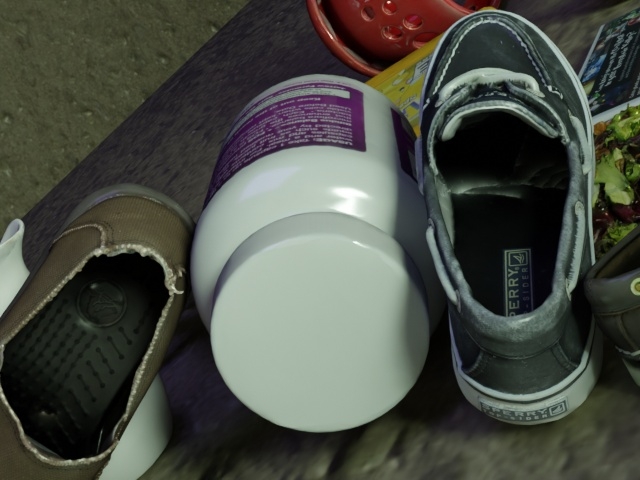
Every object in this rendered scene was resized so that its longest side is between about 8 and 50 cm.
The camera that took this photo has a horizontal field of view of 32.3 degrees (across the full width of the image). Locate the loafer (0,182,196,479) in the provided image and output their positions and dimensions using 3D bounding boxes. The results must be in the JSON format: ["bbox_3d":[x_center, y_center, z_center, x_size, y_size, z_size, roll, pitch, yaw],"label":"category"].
[{"bbox_3d":[-0.201,0.127,0.729,0.366,0.133,0.130,-64,10,1],"label":"loafer"}]

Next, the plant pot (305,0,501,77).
[{"bbox_3d":[0.092,-0.300,1.312,0.174,0.191,0.191,-31,17,41],"label":"plant pot"}]

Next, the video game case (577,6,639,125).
[{"bbox_3d":[0.272,-0.149,0.841,0.173,0.022,0.190,-22,24,40],"label":"video game case"}]

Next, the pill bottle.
[{"bbox_3d":[0.000,0.000,0.755,0.169,0.169,0.301,-34,17,13],"label":"pill bottle"}]

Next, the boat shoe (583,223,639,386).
[{"bbox_3d":[0.224,-0.024,0.539,0.227,0.069,0.081,-42,18,-12],"label":"boat shoe"}]

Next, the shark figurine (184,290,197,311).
[{"bbox_3d":[-0.192,0.040,1.064,0.278,0.116,0.166,-33,20,42],"label":"shark figurine"}]

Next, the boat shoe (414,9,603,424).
[{"bbox_3d":[0.101,-0.049,0.625,0.108,0.102,0.301,-6,48,14],"label":"boat shoe"}]

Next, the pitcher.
[{"bbox_3d":[-0.232,0.111,0.869,0.177,0.207,0.125,-31,19,22],"label":"pitcher"}]

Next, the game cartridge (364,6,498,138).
[{"bbox_3d":[0.053,-0.091,1.078,0.285,0.053,0.324,-30,18,25],"label":"game cartridge"}]

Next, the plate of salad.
[{"bbox_3d":[0.173,-0.036,0.706,0.200,0.048,0.200,-34,18,13],"label":"plate of salad"}]
